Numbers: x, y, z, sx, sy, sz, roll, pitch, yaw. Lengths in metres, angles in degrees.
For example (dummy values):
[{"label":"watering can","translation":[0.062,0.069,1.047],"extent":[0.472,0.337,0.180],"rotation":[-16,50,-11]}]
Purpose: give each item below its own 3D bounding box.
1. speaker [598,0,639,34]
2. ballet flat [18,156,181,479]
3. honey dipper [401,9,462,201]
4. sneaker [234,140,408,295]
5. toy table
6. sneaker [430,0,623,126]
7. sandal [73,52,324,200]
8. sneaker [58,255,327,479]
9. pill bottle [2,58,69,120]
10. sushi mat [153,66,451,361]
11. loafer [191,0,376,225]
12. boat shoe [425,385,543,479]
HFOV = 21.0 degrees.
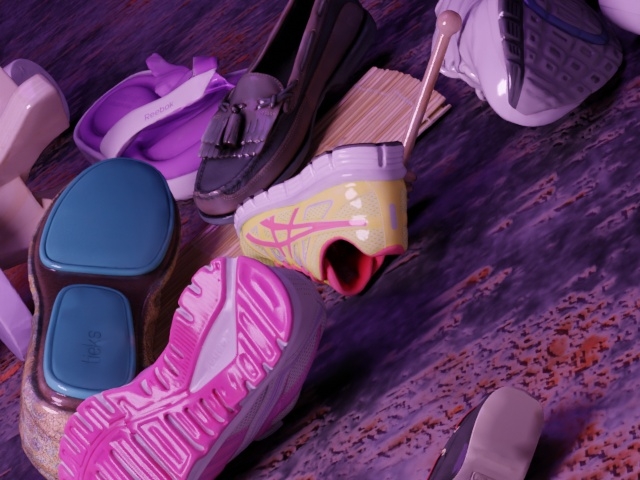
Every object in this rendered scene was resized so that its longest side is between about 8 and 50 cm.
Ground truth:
[{"label":"speaker","translation":[0.244,-0.161,1.188],"extent":[0.055,0.055,0.136],"rotation":[-43,22,-2]},{"label":"ballet flat","translation":[-0.178,0.063,1.365],"extent":[0.123,0.123,0.348],"rotation":[-33,28,19]},{"label":"honey dipper","translation":[0.071,-0.092,1.264],"extent":[0.030,0.030,0.160],"rotation":[-125,50,-67]},{"label":"sneaker","translation":[0.000,0.000,1.258],"extent":[0.081,0.094,0.208],"rotation":[-9,-12,-26]},{"label":"toy table","translation":[-0.291,-0.036,1.614],"extent":[0.161,0.274,0.252],"rotation":[-37,-12,-15]},{"label":"sneaker","translation":[0.144,-0.150,1.300],"extent":[0.129,0.111,0.297],"rotation":[-49,14,25]},{"label":"sandal","translation":[-0.151,-0.127,1.689],"extent":[0.169,0.102,0.416],"rotation":[-53,27,-21]},{"label":"sneaker","translation":[-0.077,0.113,1.167],"extent":[0.252,0.103,0.111],"rotation":[-47,-20,24]},{"label":"pill bottle","translation":[-0.414,-0.120,2.073],"extent":[0.221,0.121,0.121],"rotation":[-31,25,24]},{"label":"sushi mat","translation":[-0.034,-0.024,1.428],"extent":[0.316,0.019,0.151],"rotation":[-43,24,-3]},{"label":"loafer","translation":[-0.044,-0.130,1.477],"extent":[0.096,0.084,0.267],"rotation":[1,46,37]},{"label":"boat shoe","translation":[0.078,0.141,0.931],"extent":[0.133,0.049,0.042],"rotation":[-60,0,-22]}]
